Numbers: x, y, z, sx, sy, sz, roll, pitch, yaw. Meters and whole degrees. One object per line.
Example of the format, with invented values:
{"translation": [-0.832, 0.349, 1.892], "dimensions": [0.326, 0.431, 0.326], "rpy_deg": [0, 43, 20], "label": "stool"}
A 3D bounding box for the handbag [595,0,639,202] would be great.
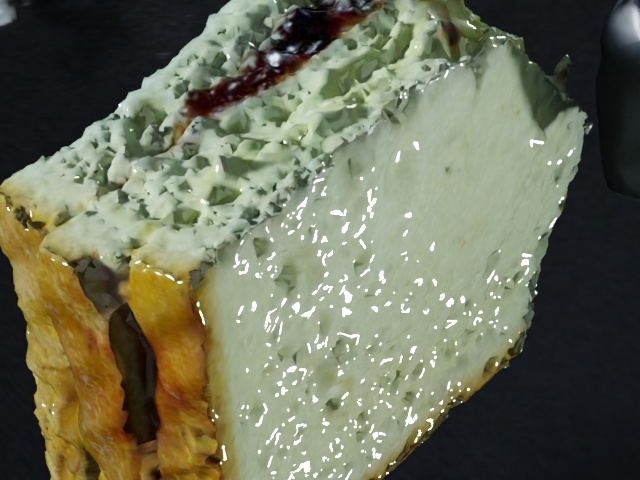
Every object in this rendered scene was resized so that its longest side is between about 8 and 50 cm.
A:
{"translation": [0.316, -0.109, 0.899], "dimensions": [0.302, 0.275, 0.178], "rpy_deg": [-48, -37, -44], "label": "handbag"}

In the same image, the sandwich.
{"translation": [0.000, 0.001, 0.861], "dimensions": [0.325, 0.131, 0.262], "rpy_deg": [-41, -35, -31], "label": "sandwich"}
